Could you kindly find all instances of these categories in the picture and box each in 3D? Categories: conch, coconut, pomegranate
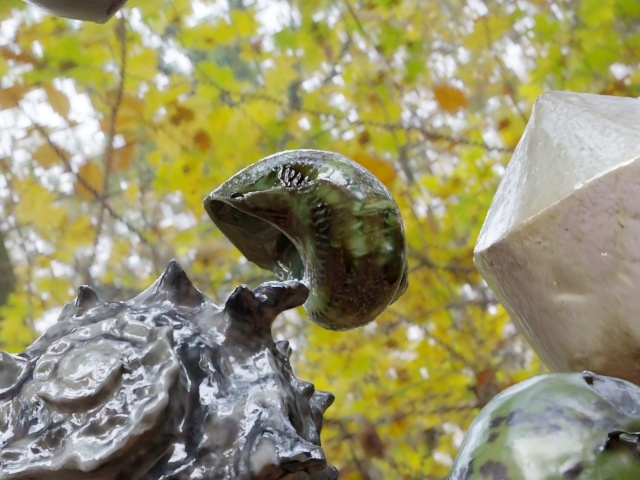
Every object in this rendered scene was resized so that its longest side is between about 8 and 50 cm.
[{"bbox_3d":[0.002,-0.001,1.369,0.124,0.187,0.181,-41,-63,-29],"label":"conch"},{"bbox_3d":[0.290,-0.002,1.377,0.329,0.329,0.329,-17,-34,-12],"label":"coconut"},{"bbox_3d":[0.096,0.123,0.617,0.122,0.122,0.161,7,-34,-40],"label":"pomegranate"},{"bbox_3d":[-0.122,0.145,0.894,0.313,0.241,0.186,-64,-13,-7],"label":"conch"}]

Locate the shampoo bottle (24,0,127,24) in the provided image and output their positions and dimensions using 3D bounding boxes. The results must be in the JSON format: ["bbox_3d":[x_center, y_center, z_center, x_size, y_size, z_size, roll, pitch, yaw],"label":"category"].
[{"bbox_3d":[-0.215,-0.350,1.278,0.273,0.273,0.266,-40,-75,21],"label":"shampoo bottle"}]
